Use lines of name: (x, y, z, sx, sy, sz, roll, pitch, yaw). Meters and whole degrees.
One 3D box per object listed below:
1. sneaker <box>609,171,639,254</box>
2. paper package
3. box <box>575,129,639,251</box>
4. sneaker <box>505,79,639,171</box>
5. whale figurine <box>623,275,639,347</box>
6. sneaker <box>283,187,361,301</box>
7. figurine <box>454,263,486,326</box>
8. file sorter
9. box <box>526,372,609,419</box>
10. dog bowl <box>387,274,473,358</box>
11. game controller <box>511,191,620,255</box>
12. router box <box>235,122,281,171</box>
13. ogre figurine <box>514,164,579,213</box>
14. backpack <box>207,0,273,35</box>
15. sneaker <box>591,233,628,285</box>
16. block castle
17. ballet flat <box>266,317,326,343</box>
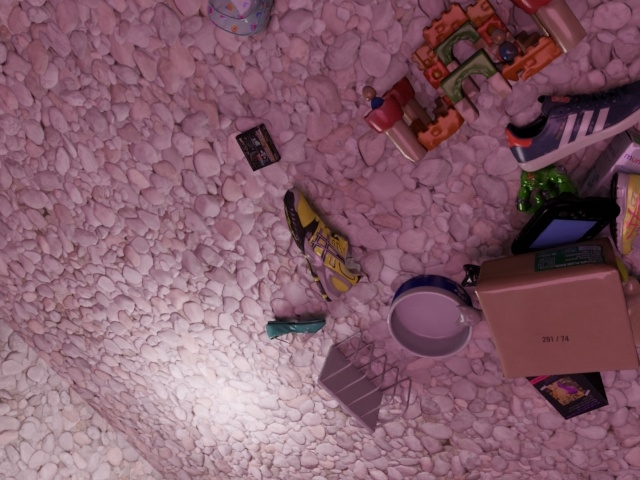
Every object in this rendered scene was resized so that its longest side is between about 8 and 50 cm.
sneaker: (0.733, -0.059, 1.165, 0.094, 0.081, 0.208, -3, 118, 20)
paper package: (0.596, 0.180, 1.277, 0.325, 0.168, 0.309, -13, 114, 29)
box: (0.801, -0.112, 1.235, 0.262, 0.127, 0.231, 28, 125, 3)
sneaker: (0.608, -0.306, 1.182, 0.350, 0.131, 0.148, -31, 108, 30)
whale figurine: (0.903, 0.163, 1.372, 0.216, 0.141, 0.272, 37, 99, -5)
sneaker: (0.000, 0.000, 1.582, 0.147, 0.145, 0.384, -26, 108, -4)
figurine: (0.497, 0.162, 1.452, 0.209, 0.092, 0.215, 0, 110, -10)
file sorter: (0.161, 0.487, 1.751, 0.278, 0.193, 0.173, 45, 120, -10)
box: (0.718, 0.379, 1.515, 0.270, 0.165, 0.143, 45, 122, -10)
dog bowl: (0.353, 0.245, 1.598, 0.265, 0.104, 0.265, 8, 121, 14)
game controller: (0.595, -0.024, 1.238, 0.166, 0.067, 0.319, 11, 158, 7)
router box: (-0.189, -0.282, 1.518, 0.092, 0.038, 0.122, -16, 113, 26)
ogre figurine: (0.581, -0.131, 1.293, 0.097, 0.197, 0.118, -14, 97, -1)
backpack: (-0.204, -0.620, 1.270, 0.166, 0.144, 0.188, 19, 126, 1)
sneaker: (0.719, 0.035, 1.364, 0.240, 0.091, 0.126, 61, 151, 7)
block castle: (0.319, -0.409, 1.119, 0.453, 0.303, 0.213, -36, 102, 30)
ballet flat: (-0.085, 0.329, 1.800, 0.247, 0.083, 0.087, -7, 83, 27)
